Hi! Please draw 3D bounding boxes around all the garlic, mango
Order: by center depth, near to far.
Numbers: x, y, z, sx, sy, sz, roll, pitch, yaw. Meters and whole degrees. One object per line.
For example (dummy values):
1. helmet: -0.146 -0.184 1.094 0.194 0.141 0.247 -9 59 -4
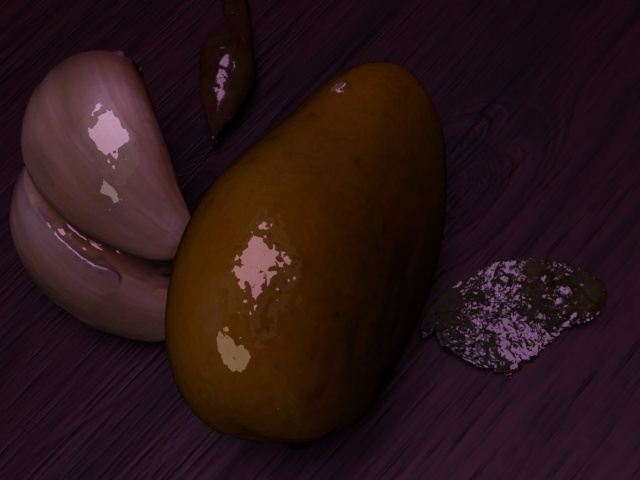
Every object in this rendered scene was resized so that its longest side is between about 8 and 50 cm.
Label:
1. mango: 0.000 0.000 0.994 0.220 0.301 0.445 2 62 40
2. garlic: -0.237 -0.052 1.078 0.286 0.249 0.313 -37 58 31

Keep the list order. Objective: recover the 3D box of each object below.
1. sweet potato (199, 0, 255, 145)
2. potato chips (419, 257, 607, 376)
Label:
1. sweet potato: -0.120 -0.252 1.238 0.074 0.075 0.270 -1 63 8
2. potato chips: 0.218 0.085 1.072 0.209 0.026 0.142 1 69 9
